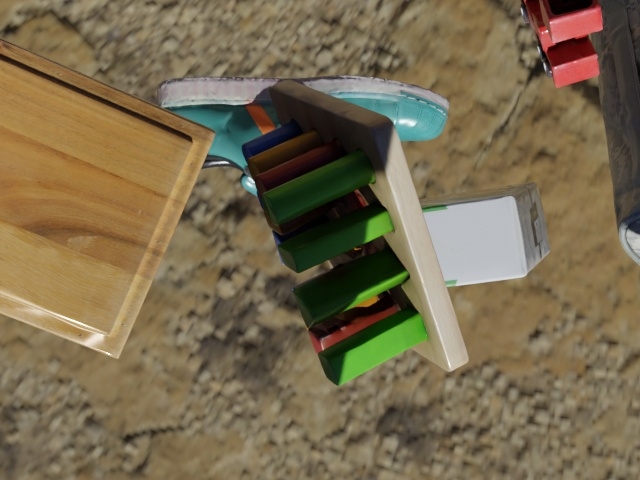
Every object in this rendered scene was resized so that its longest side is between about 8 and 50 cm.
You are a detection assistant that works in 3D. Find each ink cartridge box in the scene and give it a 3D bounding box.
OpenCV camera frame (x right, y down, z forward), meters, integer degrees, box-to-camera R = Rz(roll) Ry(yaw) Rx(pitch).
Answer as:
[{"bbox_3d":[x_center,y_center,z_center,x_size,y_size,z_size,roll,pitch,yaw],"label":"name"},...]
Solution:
[{"bbox_3d":[0.152,-0.005,1.811,0.153,0.208,0.086,-9,93,14],"label":"ink cartridge box"}]

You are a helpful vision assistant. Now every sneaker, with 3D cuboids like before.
[{"bbox_3d":[-0.021,-0.099,1.739,0.302,0.108,0.121,0,81,11],"label":"sneaker"}]

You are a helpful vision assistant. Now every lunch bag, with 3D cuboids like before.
[{"bbox_3d":[0.389,-0.102,1.715,0.256,0.305,0.212,19,144,-35],"label":"lunch bag"}]

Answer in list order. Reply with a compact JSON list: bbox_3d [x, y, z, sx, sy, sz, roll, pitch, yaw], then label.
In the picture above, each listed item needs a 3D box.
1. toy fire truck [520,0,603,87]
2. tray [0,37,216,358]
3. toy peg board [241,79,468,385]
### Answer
[{"bbox_3d":[0.214,-0.216,1.561,0.047,0.192,0.135,-16,135,3],"label":"toy fire truck"},{"bbox_3d":[-0.312,-0.076,1.357,0.411,0.076,0.202,23,92,-18],"label":"tray"},{"bbox_3d":[0.000,0.000,1.044,0.079,0.161,0.161,-25,112,-16],"label":"toy peg board"}]
